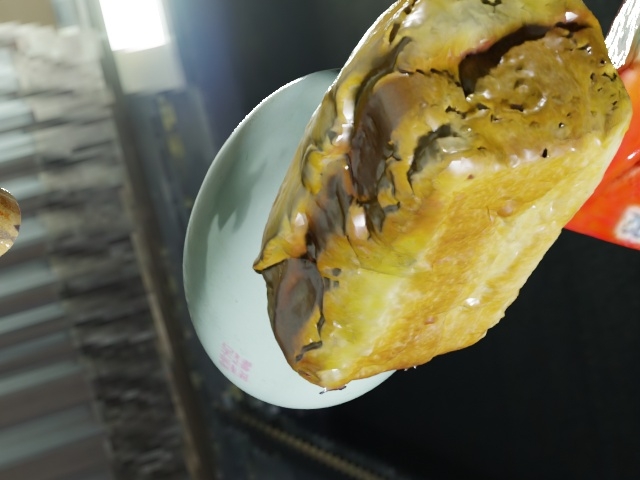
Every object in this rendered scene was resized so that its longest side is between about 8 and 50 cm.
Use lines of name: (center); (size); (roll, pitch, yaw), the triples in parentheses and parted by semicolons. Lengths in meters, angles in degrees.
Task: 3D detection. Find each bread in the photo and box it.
bread: (0.068, -0.040, 1.332); (0.149, 0.195, 0.344); (66, -27, 23)

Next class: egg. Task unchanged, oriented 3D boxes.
egg: (0.000, 0.000, 1.681); (0.230, 0.230, 0.371); (60, -26, 30)

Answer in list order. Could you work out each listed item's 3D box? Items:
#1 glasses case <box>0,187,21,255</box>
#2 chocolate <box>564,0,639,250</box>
glasses case: (-0.325, -0.049, 1.637); (0.041, 0.170, 0.065); (-31, -133, 28)
chocolate: (0.378, -0.133, 1.402); (0.161, 0.360, 0.341); (-88, -163, -56)
